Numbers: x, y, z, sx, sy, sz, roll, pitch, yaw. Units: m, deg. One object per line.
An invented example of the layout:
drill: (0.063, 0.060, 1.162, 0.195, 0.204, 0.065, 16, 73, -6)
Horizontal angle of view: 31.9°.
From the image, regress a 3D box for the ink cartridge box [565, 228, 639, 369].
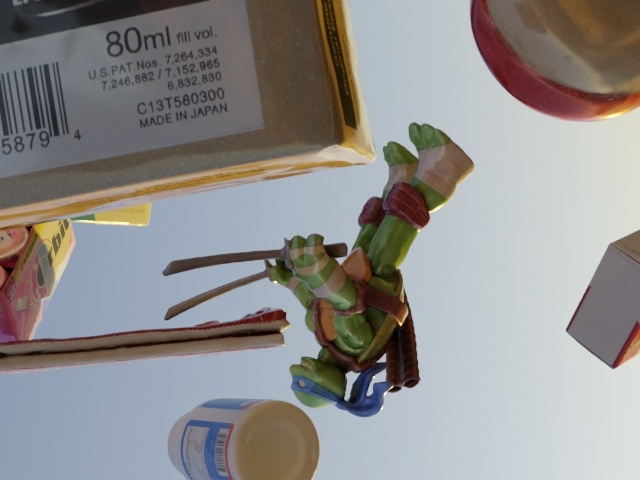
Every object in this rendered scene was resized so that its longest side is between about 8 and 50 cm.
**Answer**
ink cartridge box: (0.364, 0.049, 1.227, 0.175, 0.127, 0.072, -19, -132, -43)

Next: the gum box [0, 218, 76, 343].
gum box: (-0.322, 0.028, 1.173, 0.107, 0.062, 0.188, 89, -170, -46)

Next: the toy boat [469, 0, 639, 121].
toy boat: (0.171, -0.165, 0.799, 0.151, 0.151, 0.231, 112, 173, -47)

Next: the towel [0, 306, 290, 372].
towel: (-0.174, 0.092, 0.988, 0.329, 0.237, 0.037, 155, 109, -74)

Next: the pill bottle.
pill bottle: (-0.105, 0.258, 1.397, 0.124, 0.221, 0.124, 4, -97, -30)

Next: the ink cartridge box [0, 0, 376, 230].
ink cartridge box: (-0.109, -0.107, 0.470, 0.088, 0.235, 0.193, -2, -98, -78)

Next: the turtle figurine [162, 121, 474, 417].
turtle figurine: (0.000, 0.000, 1.040, 0.266, 0.275, 0.198, -55, -25, -16)

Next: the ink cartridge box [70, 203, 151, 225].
ink cartridge box: (-0.353, -0.228, 1.567, 0.285, 0.166, 0.394, 1, -82, -65)
